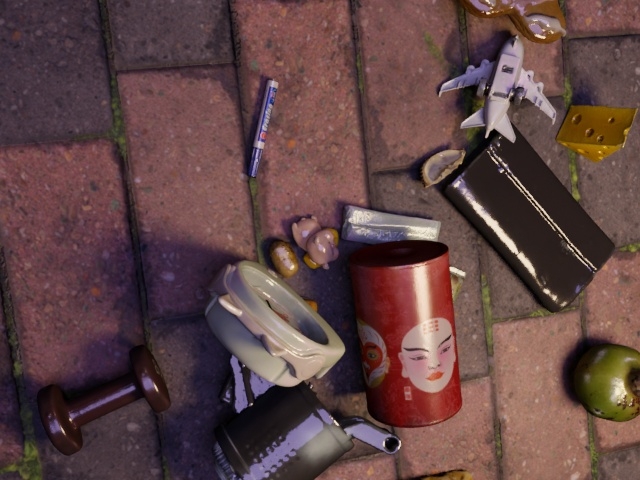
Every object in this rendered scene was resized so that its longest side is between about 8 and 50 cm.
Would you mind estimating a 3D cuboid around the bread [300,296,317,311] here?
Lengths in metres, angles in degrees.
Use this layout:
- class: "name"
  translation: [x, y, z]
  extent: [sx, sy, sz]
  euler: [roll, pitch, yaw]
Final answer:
- class: "bread"
  translation: [-0.043, 0.171, 1.415]
  extent: [0.062, 0.049, 0.103]
  euler: [14, 89, -15]

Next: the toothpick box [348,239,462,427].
- class: "toothpick box"
  translation: [0.175, 0.183, 1.376]
  extent: [0.204, 0.204, 0.333]
  euler: [-11, 104, -13]

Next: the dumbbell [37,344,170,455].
- class: "dumbbell"
  translation: [-0.410, 0.302, 1.287]
  extent: [0.225, 0.124, 0.140]
  euler: [-24, 144, -10]

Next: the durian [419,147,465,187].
- class: "durian"
  translation: [0.257, -0.162, 1.458]
  extent: [0.130, 0.066, 0.052]
  euler: [-44, 104, -17]

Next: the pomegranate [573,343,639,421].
- class: "pomegranate"
  translation: [0.687, 0.313, 1.539]
  extent: [0.179, 0.210, 0.179]
  euler: [19, 50, -23]

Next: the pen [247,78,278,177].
- class: "pen"
  translation: [-0.118, -0.228, 1.377]
  extent: [0.025, 0.025, 0.204]
  euler: [12, 91, -15]

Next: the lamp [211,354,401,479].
- class: "lamp"
  translation: [-0.071, 0.406, 1.344]
  extent: [0.374, 0.205, 0.272]
  euler: [32, 81, 2]

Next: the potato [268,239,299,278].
- class: "potato"
  translation: [-0.076, 0.038, 1.401]
  extent: [0.051, 0.040, 0.083]
  euler: [-23, 99, 1]

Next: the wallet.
- class: "wallet"
  translation: [0.475, -0.049, 1.522]
  extent: [0.228, 0.062, 0.406]
  euler: [-46, 103, -7]

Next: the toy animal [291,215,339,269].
- class: "toy animal"
  translation: [0.000, 0.000, 1.396]
  extent: [0.091, 0.082, 0.114]
  euler: [-28, 100, -12]

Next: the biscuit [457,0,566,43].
- class: "biscuit"
  translation: [0.440, -0.649, 1.428]
  extent: [0.283, 0.064, 0.432]
  euler: [20, 80, -6]

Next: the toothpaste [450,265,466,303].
- class: "toothpaste"
  translation: [0.271, 0.158, 1.504]
  extent: [0.049, 0.031, 0.204]
  euler: [22, 86, -15]

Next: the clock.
- class: "clock"
  translation: [-0.097, 0.153, 1.236]
  extent: [0.265, 0.324, 0.108]
  euler: [44, 97, 12]

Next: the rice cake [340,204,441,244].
- class: "rice cake"
  translation: [0.150, -0.022, 1.453]
  extent: [0.222, 0.042, 0.080]
  euler: [10, 96, -16]

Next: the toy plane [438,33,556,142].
- class: "toy plane"
  translation: [0.393, -0.339, 1.446]
  extent: [0.251, 0.101, 0.255]
  euler: [17, 76, 10]

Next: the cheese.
- class: "cheese"
  translation: [0.631, -0.240, 1.492]
  extent: [0.126, 0.171, 0.093]
  euler: [25, 88, -14]

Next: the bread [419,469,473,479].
- class: "bread"
  translation: [0.244, 0.597, 1.507]
  extent: [0.232, 0.088, 0.128]
  euler: [-3, 103, -19]
